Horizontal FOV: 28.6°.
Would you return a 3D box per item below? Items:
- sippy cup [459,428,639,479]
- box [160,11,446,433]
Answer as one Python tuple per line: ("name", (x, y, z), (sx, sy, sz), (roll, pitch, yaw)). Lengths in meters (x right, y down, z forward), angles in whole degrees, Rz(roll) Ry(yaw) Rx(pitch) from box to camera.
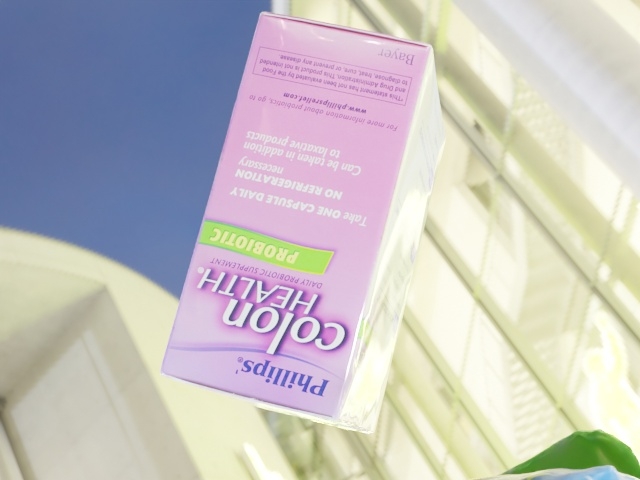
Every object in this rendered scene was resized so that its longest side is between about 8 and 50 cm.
("sippy cup", (0.077, 0.215, 0.611), (0.240, 0.305, 0.224), (27, -39, -32))
("box", (0.000, 0.000, 0.871), (0.213, 0.117, 0.243), (52, -129, -77))
